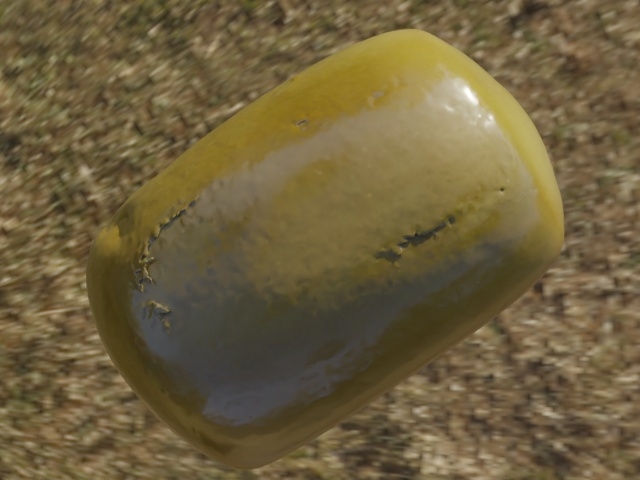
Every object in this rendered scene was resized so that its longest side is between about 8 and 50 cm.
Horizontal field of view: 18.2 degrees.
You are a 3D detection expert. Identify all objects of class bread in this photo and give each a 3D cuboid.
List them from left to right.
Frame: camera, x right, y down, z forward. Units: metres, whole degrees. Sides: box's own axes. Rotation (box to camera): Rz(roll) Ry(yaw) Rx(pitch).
[{"bbox_3d":[0.000,0.000,0.889,0.217,0.098,0.147,-38,79,2],"label":"bread"}]
